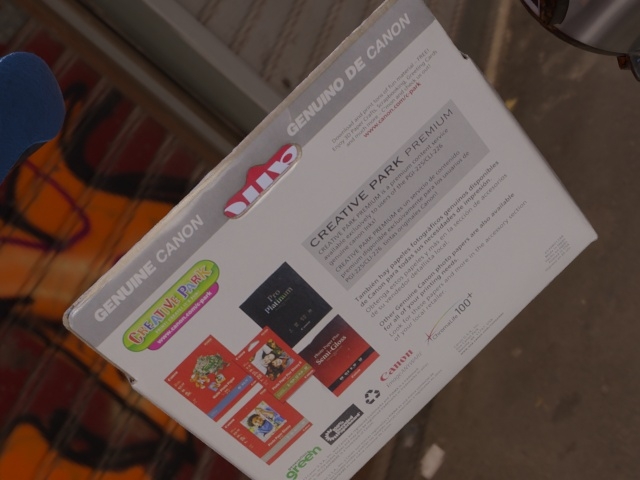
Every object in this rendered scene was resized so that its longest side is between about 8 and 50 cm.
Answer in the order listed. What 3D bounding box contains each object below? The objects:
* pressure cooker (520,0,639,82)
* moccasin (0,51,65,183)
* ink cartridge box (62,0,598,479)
[{"bbox_3d":[0.428,-0.431,1.394,0.370,0.375,0.420,-59,-1,-3],"label":"pressure cooker"},{"bbox_3d":[-0.414,-0.137,1.275,0.116,0.138,0.342,-21,18,17],"label":"moccasin"},{"bbox_3d":[0.000,0.000,0.768,0.309,0.272,0.130,-44,35,-1],"label":"ink cartridge box"}]
